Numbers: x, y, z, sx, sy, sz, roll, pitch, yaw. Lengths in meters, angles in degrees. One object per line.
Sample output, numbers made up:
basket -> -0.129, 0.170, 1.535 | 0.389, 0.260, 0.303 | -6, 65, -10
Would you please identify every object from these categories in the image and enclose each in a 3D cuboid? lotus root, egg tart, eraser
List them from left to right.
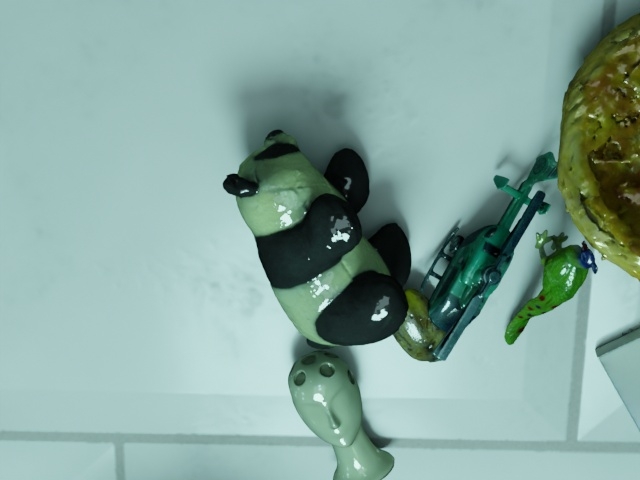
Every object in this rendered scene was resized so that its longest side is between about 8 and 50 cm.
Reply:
lotus root -> 0.104, 0.093, 1.523 | 0.054, 0.049, 0.099 | -29, 115, 10
eraser -> 0.374, 0.155, 1.556 | 0.104, 0.023, 0.150 | -28, 109, 12
egg tart -> 0.365, -0.086, 1.382 | 0.290, 0.115, 0.290 | -1, 86, 18

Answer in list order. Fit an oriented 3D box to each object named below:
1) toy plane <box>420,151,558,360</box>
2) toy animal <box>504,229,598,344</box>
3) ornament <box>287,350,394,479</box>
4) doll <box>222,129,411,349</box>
toy plane -> 0.169, 0.010, 1.466 | 0.060, 0.096, 0.235 | 30, 92, -13
toy animal -> 0.228, 0.037, 1.469 | 0.041, 0.075, 0.217 | 2, 156, -17
ornament -> 0.018, 0.190, 1.548 | 0.075, 0.081, 0.156 | -21, 115, 6
doll -> 0.001, 0.002, 1.440 | 0.135, 0.143, 0.234 | -22, 111, 16
